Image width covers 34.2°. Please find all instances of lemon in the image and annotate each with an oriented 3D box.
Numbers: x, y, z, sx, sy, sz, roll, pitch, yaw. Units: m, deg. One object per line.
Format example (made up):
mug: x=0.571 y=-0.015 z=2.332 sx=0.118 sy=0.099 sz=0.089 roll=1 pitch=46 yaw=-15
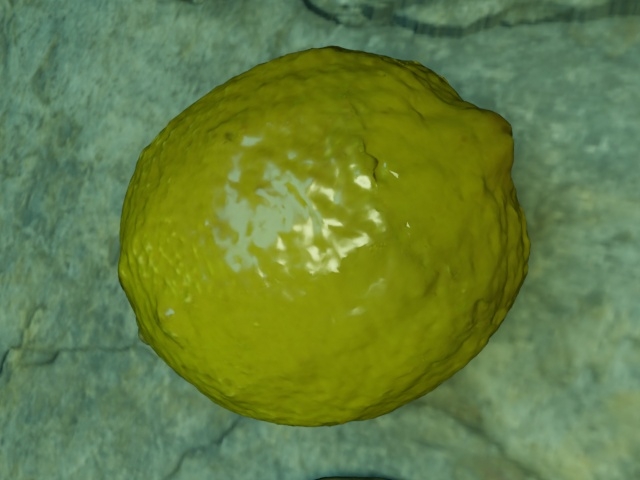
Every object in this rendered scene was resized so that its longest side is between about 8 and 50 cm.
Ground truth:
lemon: x=0.000 y=0.000 z=0.540 sx=0.231 sy=0.192 sz=0.192 roll=-29 pitch=60 yaw=21

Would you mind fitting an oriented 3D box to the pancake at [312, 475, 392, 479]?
pancake: x=0.018 y=0.248 z=0.549 sx=0.250 sy=0.031 sz=0.250 roll=-10 pitch=70 yaw=30
